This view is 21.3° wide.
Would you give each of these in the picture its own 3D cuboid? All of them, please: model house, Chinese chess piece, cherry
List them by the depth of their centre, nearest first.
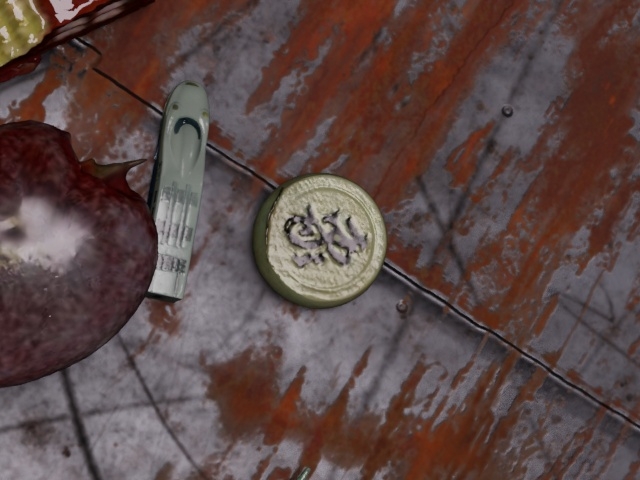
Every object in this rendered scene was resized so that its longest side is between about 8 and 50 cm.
[{"bbox_3d":[-0.285,0.018,1.623,0.230,0.203,0.300,39,83,-16],"label":"cherry"},{"bbox_3d":[-0.308,-0.273,1.674,0.254,0.160,0.196,-32,94,-16],"label":"model house"},{"bbox_3d":[0.000,0.000,1.782,0.144,0.058,0.144,2,83,-15],"label":"Chinese chess piece"}]

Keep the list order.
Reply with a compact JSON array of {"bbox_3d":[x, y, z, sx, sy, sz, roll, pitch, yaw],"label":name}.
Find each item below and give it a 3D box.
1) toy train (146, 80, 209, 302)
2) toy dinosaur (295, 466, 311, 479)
[{"bbox_3d":[-0.148,-0.055,1.749,0.052,0.051,0.234,13,80,-18],"label":"toy train"},{"bbox_3d":[-0.142,0.377,1.694,0.383,0.076,0.129,-28,87,-28],"label":"toy dinosaur"}]
